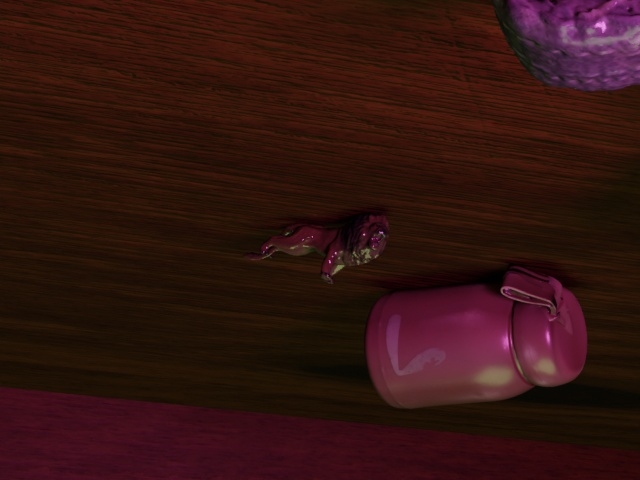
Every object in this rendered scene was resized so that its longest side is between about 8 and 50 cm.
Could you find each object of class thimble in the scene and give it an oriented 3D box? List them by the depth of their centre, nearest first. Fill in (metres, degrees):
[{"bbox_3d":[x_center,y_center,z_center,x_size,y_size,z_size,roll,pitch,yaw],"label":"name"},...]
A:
[{"bbox_3d":[0.192,-0.183,1.071,0.150,0.150,0.098,-1,162,16],"label":"thimble"}]

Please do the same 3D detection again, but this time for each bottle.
[{"bbox_3d":[0.217,0.133,2.143,0.297,0.173,0.206,-7,128,32],"label":"bottle"}]

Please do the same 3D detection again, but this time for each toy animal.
[{"bbox_3d":[-0.004,0.017,1.908,0.220,0.086,0.069,-6,162,28],"label":"toy animal"}]
